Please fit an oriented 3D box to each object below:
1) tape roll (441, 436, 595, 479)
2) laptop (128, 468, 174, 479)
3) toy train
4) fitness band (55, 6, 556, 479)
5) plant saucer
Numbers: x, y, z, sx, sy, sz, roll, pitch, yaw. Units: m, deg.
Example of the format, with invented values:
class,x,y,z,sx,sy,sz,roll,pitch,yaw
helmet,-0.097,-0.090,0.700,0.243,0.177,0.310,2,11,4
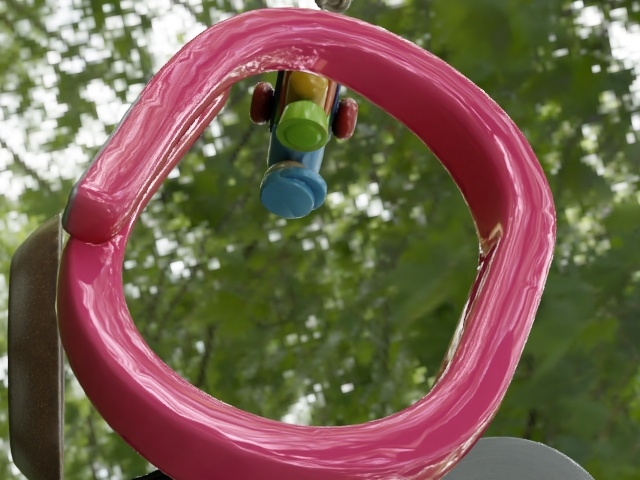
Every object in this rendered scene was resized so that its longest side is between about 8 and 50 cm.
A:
class,x,y,z,sx,sy,sz,roll,pitch,yaw
tape roll,0.148,0.274,1.167,0.219,0.219,0.072,64,10,31
laptop,-0.073,0.285,0.919,0.264,0.137,0.234,40,-37,-19
toy train,-0.010,-0.145,1.308,0.248,0.105,0.143,103,-3,-50
fitness band,0.000,0.000,0.663,0.054,0.209,0.291,-59,-179,43
plant saucer,-0.194,0.080,0.986,0.198,0.036,0.199,179,-90,-80
